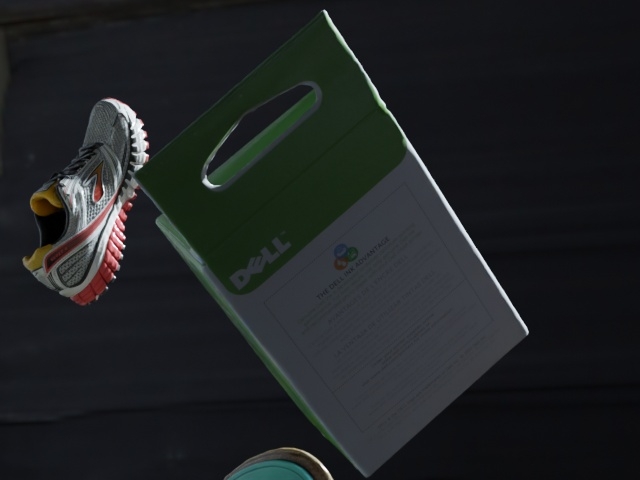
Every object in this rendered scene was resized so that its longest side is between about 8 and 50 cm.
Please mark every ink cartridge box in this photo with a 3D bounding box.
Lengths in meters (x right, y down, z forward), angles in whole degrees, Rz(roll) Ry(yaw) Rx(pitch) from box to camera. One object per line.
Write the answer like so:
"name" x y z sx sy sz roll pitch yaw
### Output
"ink cartridge box" 0.000 0.000 0.678 0.209 0.109 0.062 55 -9 -34

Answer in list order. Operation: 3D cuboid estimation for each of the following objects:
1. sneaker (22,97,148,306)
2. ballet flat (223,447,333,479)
"sneaker" -0.239 -0.051 1.500 0.092 0.088 0.225 26 56 -28
"ballet flat" -0.064 0.299 1.418 0.124 0.342 0.116 -9 54 -49
